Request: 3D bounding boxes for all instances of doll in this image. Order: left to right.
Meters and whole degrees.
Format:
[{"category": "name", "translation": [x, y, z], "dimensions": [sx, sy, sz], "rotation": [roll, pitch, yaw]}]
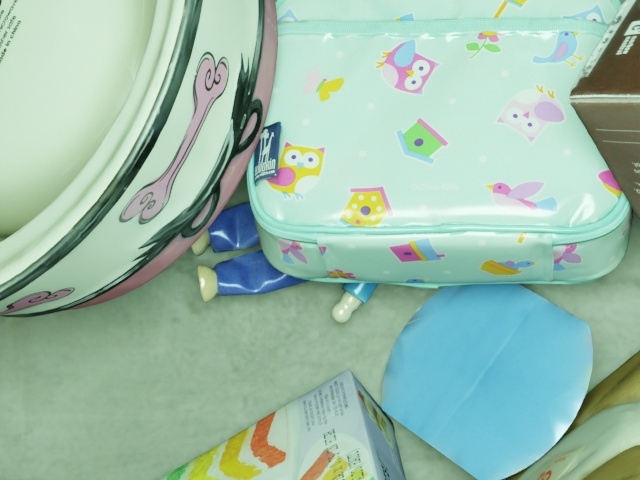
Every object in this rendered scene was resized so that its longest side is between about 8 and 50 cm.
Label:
[{"category": "doll", "translation": [0.000, 0.000, 1.104], "dimensions": [0.189, 0.046, 0.129], "rotation": [-14, 75, 3]}]

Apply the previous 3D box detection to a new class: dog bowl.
[{"category": "dog bowl", "translation": [-0.207, -0.129, 1.035], "dimensions": [0.408, 0.150, 0.408], "rotation": [-10, 72, 31]}]

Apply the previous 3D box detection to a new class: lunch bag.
[{"category": "lunch bag", "translation": [0.080, -0.084, 1.041], "dimensions": [0.279, 0.108, 0.224], "rotation": [1, 68, 8]}]

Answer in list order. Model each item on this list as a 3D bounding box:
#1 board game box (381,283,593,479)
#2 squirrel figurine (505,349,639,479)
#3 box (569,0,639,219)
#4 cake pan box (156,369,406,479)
[{"category": "board game box", "translation": [0.126, 0.099, 1.063], "dimensions": [0.168, 0.033, 0.133], "rotation": [32, 84, 44]}, {"category": "squirrel figurine", "translation": [0.243, 0.314, 0.970], "dimensions": [0.397, 0.281, 0.370], "rotation": [-41, 91, 20]}, {"category": "box", "translation": [0.296, -0.076, 0.926], "dimensions": [0.167, 0.203, 0.168], "rotation": [6, 52, 46]}, {"category": "cake pan box", "translation": [-0.052, 0.229, 0.999], "dimensions": [0.245, 0.267, 0.070], "rotation": [-32, 113, 10]}]
